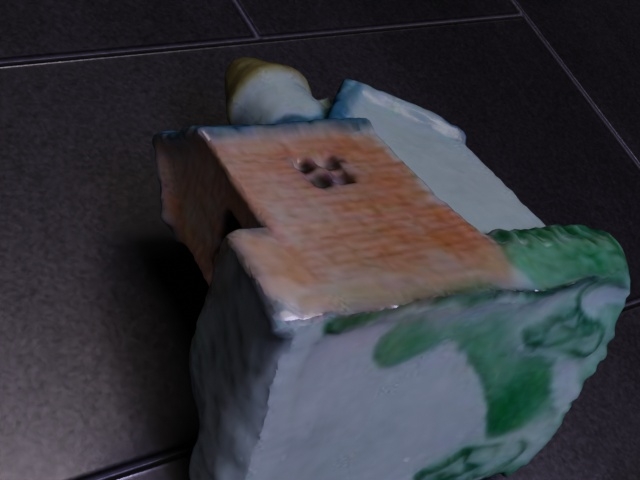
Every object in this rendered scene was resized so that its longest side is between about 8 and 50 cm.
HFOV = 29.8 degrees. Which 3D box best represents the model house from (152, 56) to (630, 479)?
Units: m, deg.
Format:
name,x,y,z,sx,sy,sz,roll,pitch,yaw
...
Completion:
name,x,y,z,sx,sy,sz,roll,pitch,yaw
model house,0.000,0.000,0.817,0.267,0.194,0.325,-6,43,-30
